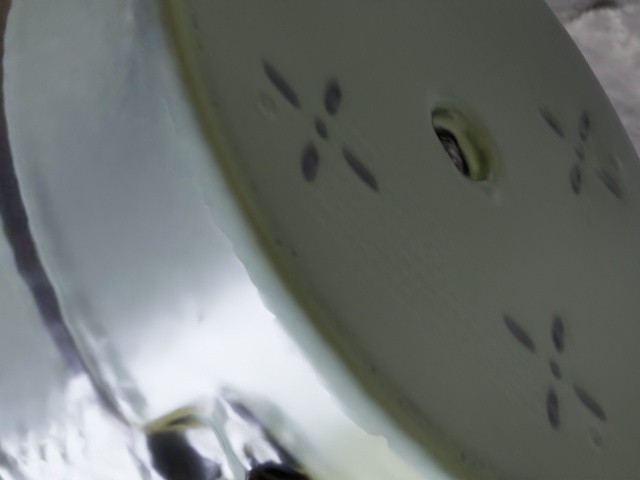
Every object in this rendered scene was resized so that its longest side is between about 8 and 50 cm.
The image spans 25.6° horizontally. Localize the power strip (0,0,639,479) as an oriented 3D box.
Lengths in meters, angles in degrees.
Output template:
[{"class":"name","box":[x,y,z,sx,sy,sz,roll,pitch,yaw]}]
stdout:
[{"class":"power strip","box":[0.000,0.000,0.591,0.161,0.357,0.357,-32,47,32]}]
